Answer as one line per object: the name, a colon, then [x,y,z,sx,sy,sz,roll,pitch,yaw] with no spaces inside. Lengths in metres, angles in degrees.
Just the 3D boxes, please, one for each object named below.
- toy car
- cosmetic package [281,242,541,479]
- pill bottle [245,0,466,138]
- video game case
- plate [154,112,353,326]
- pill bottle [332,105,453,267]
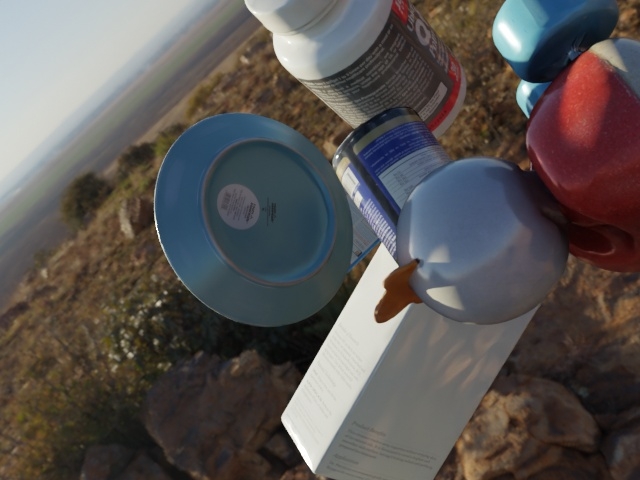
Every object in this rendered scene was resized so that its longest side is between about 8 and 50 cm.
toy car: [0.140,-0.012,0.487,0.238,0.219,0.210,-33,-22,14]
cosmetic package: [0.135,0.180,1.080,0.384,0.217,0.156,-60,29,4]
pill bottle: [0.050,-0.262,0.948,0.176,0.319,0.176,-19,57,32]
video game case: [0.000,0.000,1.000,0.166,0.119,0.015,-44,-8,-7]
plate: [-0.044,-0.022,0.591,0.024,0.188,0.188,-24,27,54]
pill bottle: [0.118,-0.036,0.819,0.123,0.219,0.123,-30,-17,-10]
